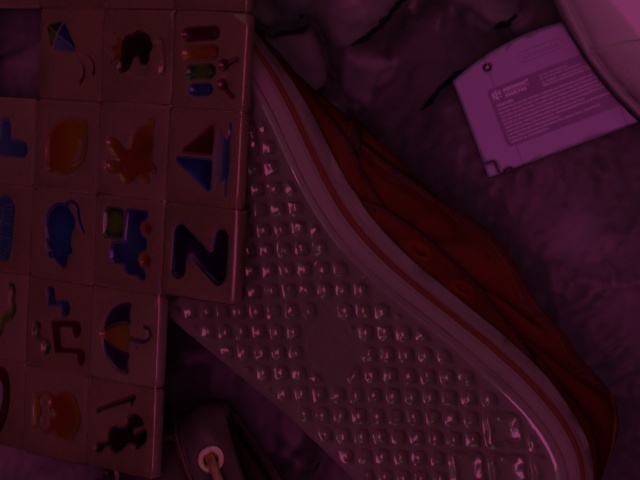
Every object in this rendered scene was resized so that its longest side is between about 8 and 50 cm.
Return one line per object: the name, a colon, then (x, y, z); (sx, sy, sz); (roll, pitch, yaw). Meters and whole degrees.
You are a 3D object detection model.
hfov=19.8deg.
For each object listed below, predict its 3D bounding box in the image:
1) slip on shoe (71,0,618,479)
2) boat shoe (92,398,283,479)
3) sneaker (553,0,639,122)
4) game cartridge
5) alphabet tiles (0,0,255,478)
slip on shoe: (0.000, 0.000, 0.798); (0.331, 0.101, 0.123); (46, 120, 15)
boat shoe: (0.014, 0.219, 0.801); (0.097, 0.116, 0.324); (-39, 83, 11)
sneaker: (0.217, -0.053, 0.744); (0.290, 0.123, 0.106); (40, 90, 2)
game cartridge: (0.104, -0.067, 0.816); (0.083, 0.017, 0.056); (-20, 95, 8)
alphabet tiles: (-0.109, -0.022, 0.800); (0.198, 0.009, 0.237); (6, 96, 37)
